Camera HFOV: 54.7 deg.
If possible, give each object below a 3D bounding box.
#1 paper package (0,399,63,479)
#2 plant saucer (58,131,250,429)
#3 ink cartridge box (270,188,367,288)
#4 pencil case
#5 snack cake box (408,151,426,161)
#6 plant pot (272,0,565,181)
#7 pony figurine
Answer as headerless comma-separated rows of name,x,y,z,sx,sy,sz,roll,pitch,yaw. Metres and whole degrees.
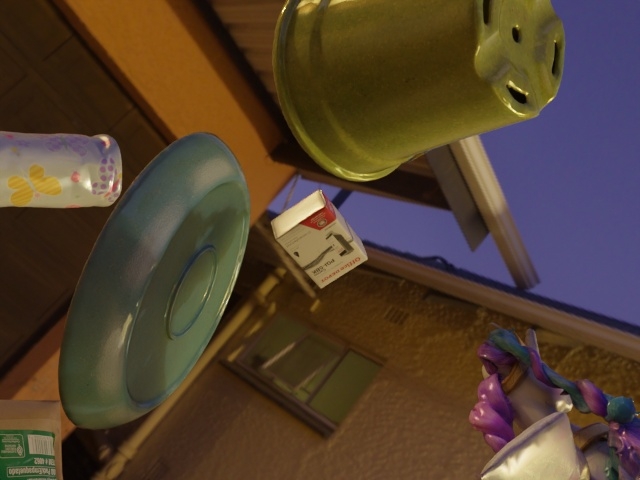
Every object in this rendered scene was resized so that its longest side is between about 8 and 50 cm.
paper package,-0.474,0.279,0.615,0.325,0.310,0.168,33,36,-62
plant saucer,-0.145,0.047,0.631,0.044,0.317,0.317,21,-21,9
ink cartridge box,0.000,0.000,1.002,0.135,0.099,0.056,49,13,-35
pencil case,-0.426,-0.103,0.881,0.124,0.273,0.113,43,-57,40
snack cake box,0.231,-0.250,1.117,0.089,0.152,0.264,47,-15,-6
plant pot,0.129,-0.217,0.730,0.254,0.276,0.276,-1,-43,48
pony figurine,0.226,0.267,0.572,0.363,0.351,0.302,43,-39,21
